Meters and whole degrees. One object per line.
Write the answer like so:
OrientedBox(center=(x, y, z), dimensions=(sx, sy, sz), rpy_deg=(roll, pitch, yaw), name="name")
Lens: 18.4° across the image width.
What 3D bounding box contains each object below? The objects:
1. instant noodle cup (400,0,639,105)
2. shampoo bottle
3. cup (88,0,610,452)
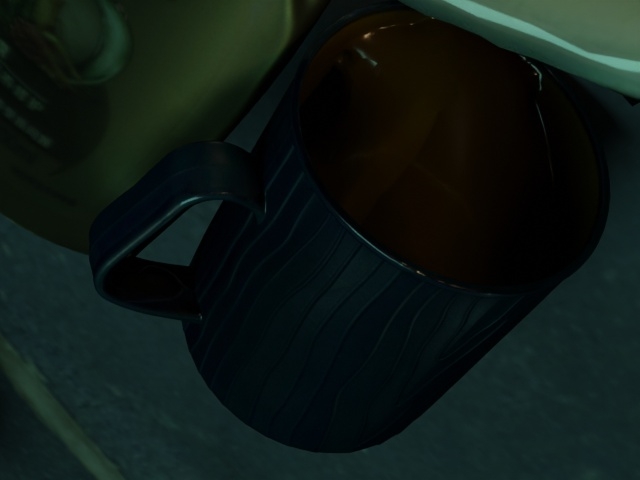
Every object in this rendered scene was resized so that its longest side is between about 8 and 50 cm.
OrientedBox(center=(0.108, -0.191, 0.335), dimensions=(0.339, 0.266, 0.340), rpy_deg=(19, 138, 19), name="instant noodle cup")
OrientedBox(center=(-0.041, -0.125, 0.650), dimensions=(0.125, 0.084, 0.350), rpy_deg=(38, 140, -2), name="shampoo bottle")
OrientedBox(center=(0.005, -0.007, 0.703), dimensions=(0.150, 0.113, 0.138), rpy_deg=(28, 142, -6), name="cup")
